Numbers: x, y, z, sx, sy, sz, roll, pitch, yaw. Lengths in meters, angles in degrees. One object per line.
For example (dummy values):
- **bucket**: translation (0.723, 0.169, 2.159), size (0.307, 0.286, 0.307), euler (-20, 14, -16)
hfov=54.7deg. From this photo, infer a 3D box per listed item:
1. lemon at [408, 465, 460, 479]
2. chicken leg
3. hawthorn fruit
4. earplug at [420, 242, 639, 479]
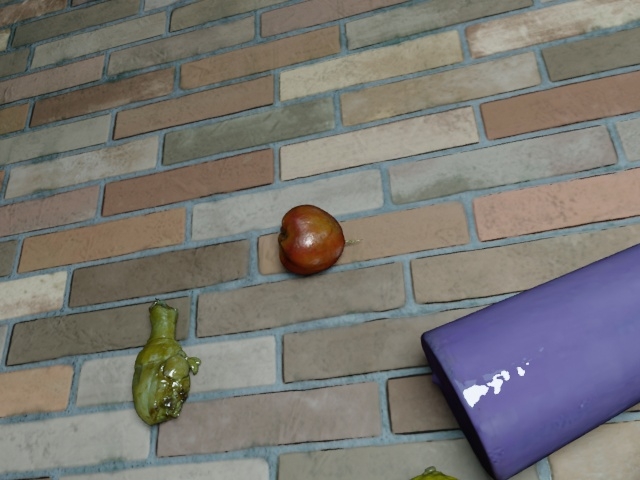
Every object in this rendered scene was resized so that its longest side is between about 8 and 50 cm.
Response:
- **lemon**: translation (0.154, 0.400, 0.762), size (0.192, 0.192, 0.231), euler (-15, 63, 10)
- **chicken leg**: translation (-0.266, 0.203, 1.069), size (0.103, 0.088, 0.228), euler (-14, 53, 22)
- **hawthorn fruit**: translation (-0.016, 0.004, 1.074), size (0.125, 0.140, 0.125), euler (-33, 41, 34)
- **earplug**: translation (0.379, 0.129, 0.830), size (0.455, 0.215, 0.215), euler (-26, 59, 0)
